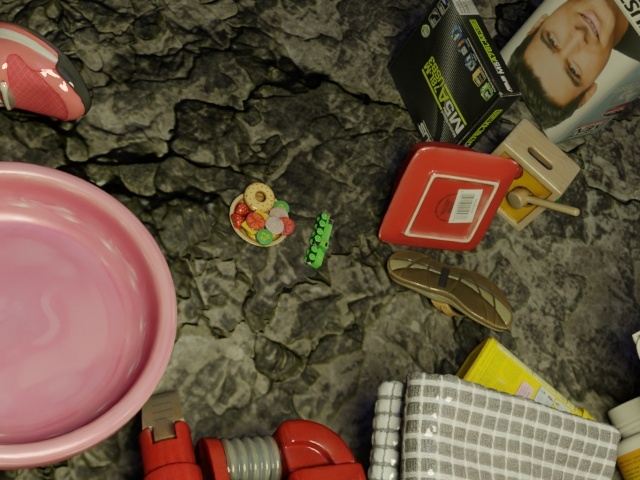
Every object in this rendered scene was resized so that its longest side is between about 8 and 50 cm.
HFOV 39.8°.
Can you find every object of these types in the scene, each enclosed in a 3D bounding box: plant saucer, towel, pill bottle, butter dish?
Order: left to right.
[{"bbox_3d":[-0.319,0.077,0.911,0.332,0.084,0.332,12,57,-19],"label":"plant saucer"},{"bbox_3d":[0.160,-0.077,1.203,0.160,0.160,0.118,6,36,-21],"label":"butter dish"},{"bbox_3d":[0.184,0.275,0.903,0.283,0.121,0.235,19,62,-27],"label":"towel"},{"bbox_3d":[0.448,0.301,1.114,0.117,0.117,0.215,-10,66,-29],"label":"pill bottle"}]

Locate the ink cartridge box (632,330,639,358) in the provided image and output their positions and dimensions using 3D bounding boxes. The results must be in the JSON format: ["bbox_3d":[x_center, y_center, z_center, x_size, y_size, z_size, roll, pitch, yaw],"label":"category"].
[{"bbox_3d":[0.572,0.216,1.093,0.395,0.166,0.285,9,54,-54],"label":"ink cartridge box"}]

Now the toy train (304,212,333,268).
[{"bbox_3d":[0.000,0.000,1.146,0.023,0.017,0.083,31,53,-18],"label":"toy train"}]

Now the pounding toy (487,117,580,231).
[{"bbox_3d":[0.297,-0.080,1.260,0.141,0.130,0.100,42,53,3],"label":"pounding toy"}]

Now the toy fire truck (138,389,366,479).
[{"bbox_3d":[-0.088,0.223,0.861,0.217,0.158,0.246,0,52,-26],"label":"toy fire truck"}]

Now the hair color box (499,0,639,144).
[{"bbox_3d":[0.445,-0.327,1.321,0.113,0.374,0.185,-17,70,-32],"label":"hair color box"}]

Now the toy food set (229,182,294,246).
[{"bbox_3d":[-0.075,-0.029,1.125,0.082,0.020,0.083,41,53,2],"label":"toy food set"}]

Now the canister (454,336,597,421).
[{"bbox_3d":[0.243,0.216,1.098,0.170,0.073,0.126,40,54,3],"label":"canister"}]

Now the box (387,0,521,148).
[{"bbox_3d":[0.185,-0.230,1.263,0.045,0.184,0.191,-9,67,-31],"label":"box"}]

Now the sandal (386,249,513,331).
[{"bbox_3d":[0.169,0.070,1.169,0.180,0.049,0.072,23,48,7],"label":"sandal"}]

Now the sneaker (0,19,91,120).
[{"bbox_3d":[-0.424,-0.191,1.021,0.314,0.116,0.136,23,65,-3],"label":"sneaker"}]
